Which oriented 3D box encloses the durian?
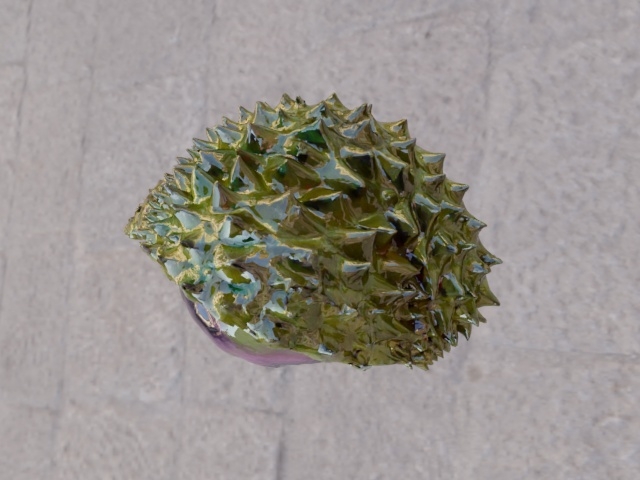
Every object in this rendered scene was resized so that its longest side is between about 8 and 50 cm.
[{"bbox_3d":[-0.001,0.002,0.442,0.186,0.108,0.119,25,112,0],"label":"durian"}]
